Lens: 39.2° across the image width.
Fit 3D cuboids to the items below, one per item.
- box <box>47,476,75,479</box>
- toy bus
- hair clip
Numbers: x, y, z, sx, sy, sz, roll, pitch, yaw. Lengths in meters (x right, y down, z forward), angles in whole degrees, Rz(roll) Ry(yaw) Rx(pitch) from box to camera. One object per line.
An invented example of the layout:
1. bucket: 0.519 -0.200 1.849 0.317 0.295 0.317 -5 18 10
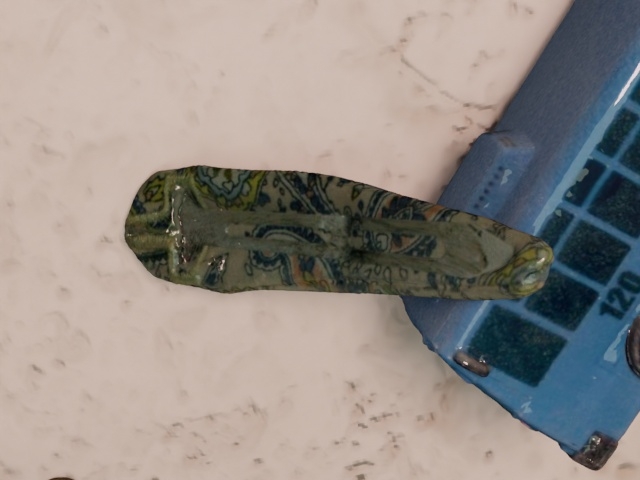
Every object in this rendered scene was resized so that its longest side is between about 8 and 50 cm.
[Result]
1. box: -0.145 0.208 0.528 0.091 0.031 0.126 -36 105 6
2. toy bus: 0.140 -0.023 0.437 0.134 0.116 0.234 28 102 -14
3. hair clip: 0.001 0.000 0.427 0.229 0.036 0.065 6 93 31
